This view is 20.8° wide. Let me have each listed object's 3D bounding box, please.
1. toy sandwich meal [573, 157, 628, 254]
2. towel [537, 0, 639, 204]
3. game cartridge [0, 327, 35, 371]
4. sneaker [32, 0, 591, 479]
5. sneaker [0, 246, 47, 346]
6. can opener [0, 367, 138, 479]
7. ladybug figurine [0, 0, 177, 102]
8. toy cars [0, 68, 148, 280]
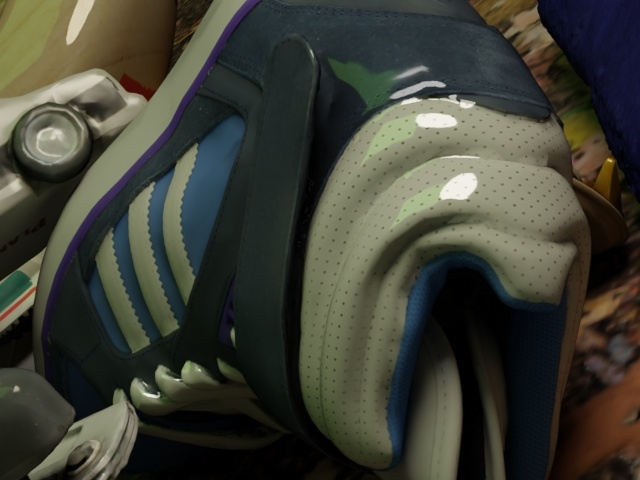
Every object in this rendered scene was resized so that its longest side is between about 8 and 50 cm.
[{"bbox_3d":[0.094,-0.022,0.723,0.086,0.086,0.029,-2,58,58],"label":"toy sandwich meal"},{"bbox_3d":[0.189,-0.138,0.740,0.308,0.076,0.227,-95,28,-64],"label":"towel"},{"bbox_3d":[-0.211,0.159,0.913,0.230,0.068,0.355,-39,21,15],"label":"game cartridge"},{"bbox_3d":[-0.012,0.050,0.694,0.322,0.130,0.236,-58,37,33],"label":"sneaker"},{"bbox_3d":[-0.145,-0.020,0.952,0.161,0.075,0.057,-46,-4,-10],"label":"sneaker"},{"bbox_3d":[-0.193,0.119,0.753,0.283,0.095,0.076,-25,26,34],"label":"can opener"},{"bbox_3d":[-0.261,-0.068,1.218,0.449,0.162,0.305,-46,44,6],"label":"ladybug figurine"},{"bbox_3d":[-0.234,0.047,0.830,0.393,0.087,0.176,-46,-13,25],"label":"toy cars"}]
